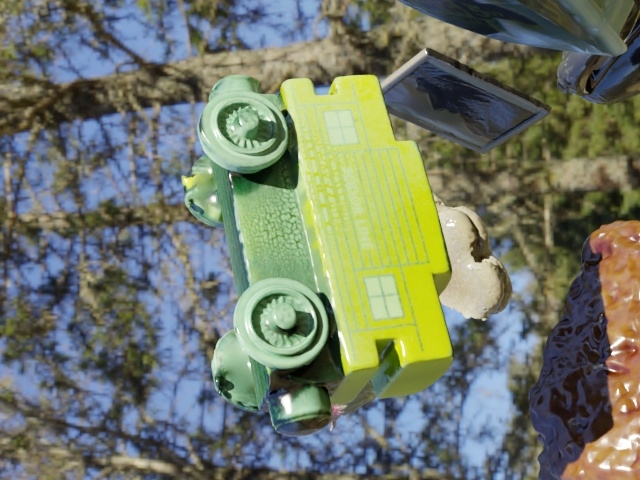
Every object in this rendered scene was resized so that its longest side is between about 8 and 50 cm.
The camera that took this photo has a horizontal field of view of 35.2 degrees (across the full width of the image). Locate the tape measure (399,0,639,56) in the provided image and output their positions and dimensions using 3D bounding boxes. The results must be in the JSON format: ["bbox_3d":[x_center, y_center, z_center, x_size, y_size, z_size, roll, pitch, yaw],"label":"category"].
[{"bbox_3d":[0.167,-0.290,0.986,0.262,0.259,0.138,20,-90,-44],"label":"tape measure"}]

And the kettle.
[{"bbox_3d":[0.476,-0.330,1.530,0.207,0.290,0.268,51,-148,14],"label":"kettle"}]

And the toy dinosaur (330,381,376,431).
[{"bbox_3d":[0.037,0.277,1.726,0.167,0.242,0.053,-20,-114,-42],"label":"toy dinosaur"}]

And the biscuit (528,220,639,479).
[{"bbox_3d":[0.454,0.154,1.274,0.166,0.343,0.394,39,-117,-42],"label":"biscuit"}]

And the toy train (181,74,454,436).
[{"bbox_3d":[0.000,0.000,1.149,0.179,0.273,0.441,115,146,-60],"label":"toy train"}]

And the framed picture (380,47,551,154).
[{"bbox_3d":[0.235,-0.234,1.728,0.266,0.192,0.018,20,-117,-23],"label":"framed picture"}]

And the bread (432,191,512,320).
[{"bbox_3d":[0.208,0.011,1.857,0.102,0.337,0.183,-22,-53,-42],"label":"bread"}]
